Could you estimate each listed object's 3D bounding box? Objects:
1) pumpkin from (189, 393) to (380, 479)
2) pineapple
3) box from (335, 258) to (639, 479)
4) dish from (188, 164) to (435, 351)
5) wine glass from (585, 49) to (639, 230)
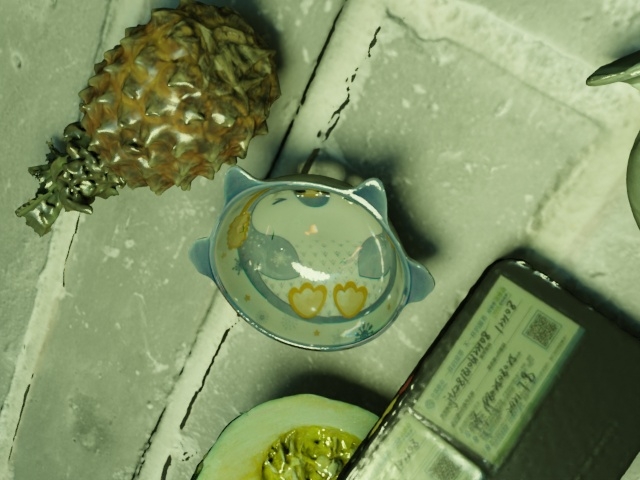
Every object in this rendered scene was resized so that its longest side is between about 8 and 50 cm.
[{"bbox_3d":[-0.011,0.329,0.857,0.293,0.263,0.197,41,153,9],"label":"pumpkin"},{"bbox_3d":[-0.198,-0.113,0.813,0.361,0.175,0.175,-20,103,44],"label":"pineapple"},{"bbox_3d":[0.159,0.207,0.736,0.211,0.058,0.350,36,90,7],"label":"box"},{"bbox_3d":[0.000,0.000,0.792,0.236,0.086,0.227,25,124,-1],"label":"dish"},{"bbox_3d":[0.299,-0.052,0.628,0.103,0.103,0.222,-19,103,30],"label":"wine glass"}]
